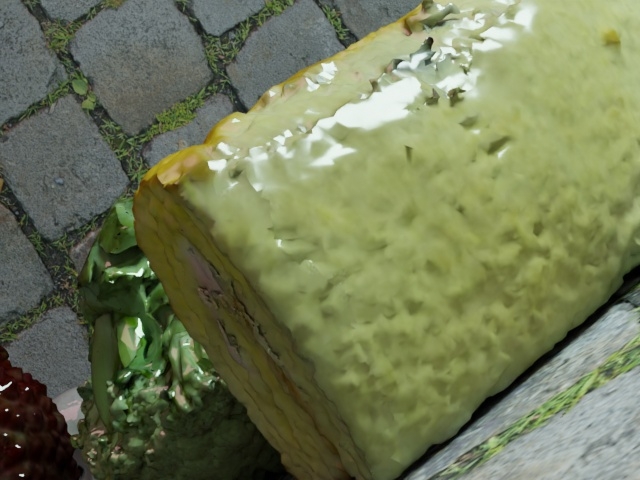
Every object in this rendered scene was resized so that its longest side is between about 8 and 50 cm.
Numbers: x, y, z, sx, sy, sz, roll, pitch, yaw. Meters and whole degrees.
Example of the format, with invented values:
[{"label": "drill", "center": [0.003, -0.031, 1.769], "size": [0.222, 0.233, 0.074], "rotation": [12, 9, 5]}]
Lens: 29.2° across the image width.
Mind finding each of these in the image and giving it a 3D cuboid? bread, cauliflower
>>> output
[{"label": "bread", "center": [0.085, -0.037, 0.794], "size": [0.375, 0.237, 0.165], "rotation": [-33, 3, -28]}, {"label": "cauliflower", "center": [-0.103, 0.077, 0.962], "size": [0.275, 0.250, 0.272], "rotation": [-38, -1, 3]}]

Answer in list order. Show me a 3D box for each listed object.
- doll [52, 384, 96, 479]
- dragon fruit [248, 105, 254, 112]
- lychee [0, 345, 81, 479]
[{"label": "doll", "center": [-0.212, 0.209, 1.415], "size": [0.151, 0.151, 0.287], "rotation": [-33, -2, 31]}, {"label": "dragon fruit", "center": [0.000, 0.000, 1.659], "size": [0.296, 0.314, 0.263], "rotation": [-54, 31, -11]}, {"label": "lychee", "center": [-0.370, 0.227, 1.090], "size": [0.306, 0.306, 0.330], "rotation": [-32, 24, 49]}]
